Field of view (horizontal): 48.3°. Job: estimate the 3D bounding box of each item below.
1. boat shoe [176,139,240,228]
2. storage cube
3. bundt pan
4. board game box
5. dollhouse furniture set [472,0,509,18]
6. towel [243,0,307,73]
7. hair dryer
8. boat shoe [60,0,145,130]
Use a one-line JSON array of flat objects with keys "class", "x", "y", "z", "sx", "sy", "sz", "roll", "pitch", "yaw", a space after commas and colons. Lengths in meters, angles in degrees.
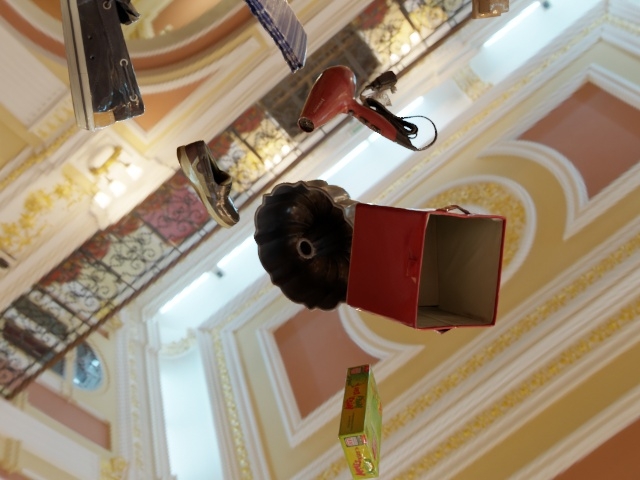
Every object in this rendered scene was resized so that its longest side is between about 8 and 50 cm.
[{"class": "boat shoe", "x": -0.222, "y": -0.117, "z": 1.514, "sx": 0.073, "sy": 0.223, "sz": 0.080, "roll": -21, "pitch": -143, "yaw": 13}, {"class": "storage cube", "x": 0.176, "y": 0.040, "z": 1.222, "sx": 0.193, "sy": 0.184, "sz": 0.215, "roll": 13, "pitch": -81, "yaw": 56}, {"class": "bundt pan", "x": 0.000, "y": 0.000, "z": 1.724, "sx": 0.331, "sy": 0.331, "sz": 0.124, "roll": -9, "pitch": -168, "yaw": 41}, {"class": "board game box", "x": 0.069, "y": 0.295, "z": 1.180, "sx": 0.043, "sy": 0.092, "sz": 0.181, "roll": -12, "pitch": -158, "yaw": 13}, {"class": "dollhouse furniture set", "x": 0.311, "y": -0.517, "z": 1.033, "sx": 0.303, "sy": 0.355, "sz": 0.174, "roll": -12, "pitch": -159, "yaw": -23}, {"class": "towel", "x": -0.135, "y": -0.527, "z": 1.498, "sx": 0.040, "sy": 0.336, "sz": 0.243, "roll": -28, "pitch": -151, "yaw": 19}, {"class": "hair dryer", "x": 0.082, "y": -0.266, "z": 1.421, "sx": 0.293, "sy": 0.080, "sz": 0.223, "roll": -13, "pitch": -126, "yaw": -26}, {"class": "boat shoe", "x": -0.445, "y": -0.475, "z": 1.438, "sx": 0.156, "sy": 0.500, "sz": 0.187, "roll": -7, "pitch": -170, "yaw": -17}]
